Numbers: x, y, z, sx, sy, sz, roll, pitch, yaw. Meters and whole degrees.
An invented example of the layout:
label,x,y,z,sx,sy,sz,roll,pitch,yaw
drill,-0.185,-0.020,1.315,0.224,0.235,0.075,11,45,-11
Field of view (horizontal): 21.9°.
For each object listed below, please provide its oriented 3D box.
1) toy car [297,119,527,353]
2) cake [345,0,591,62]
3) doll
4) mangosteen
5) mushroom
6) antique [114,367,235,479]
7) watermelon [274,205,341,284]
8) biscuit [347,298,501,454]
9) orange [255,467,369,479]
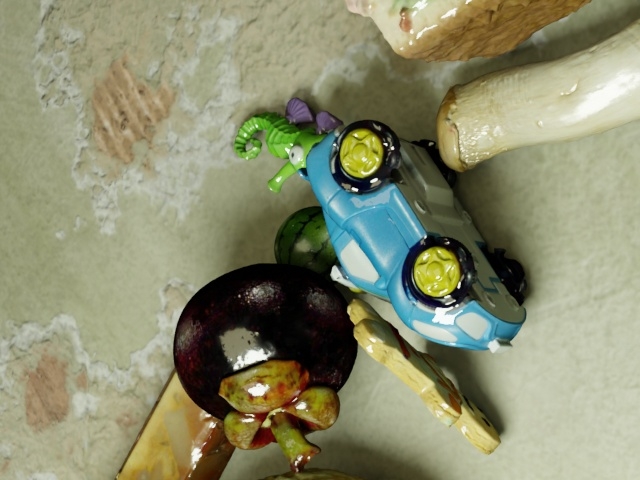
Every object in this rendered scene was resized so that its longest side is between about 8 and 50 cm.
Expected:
label,x,y,z,sx,sy,sz,roll,pitch,yaw
toy car,0.098,0.008,1.840,0.166,0.198,0.314,-39,70,21
cake,0.164,-0.360,1.780,0.255,0.282,0.290,-31,77,33
doll,-0.041,-0.116,1.995,0.115,0.050,0.190,-53,37,-4
mangosteen,-0.055,0.147,1.868,0.211,0.211,0.250,-30,58,27
mushroom,0.281,-0.172,1.803,0.351,0.095,0.123,-22,60,27
antique,-0.169,0.255,2.058,0.093,0.087,0.310,35,105,25
watermelon,-0.003,0.005,1.962,0.109,0.109,0.109,-1,87,31
biscuit,0.118,0.153,1.837,0.030,0.153,0.234,-44,106,10
orange,-0.010,0.375,1.880,0.368,0.271,0.210,-18,36,29
